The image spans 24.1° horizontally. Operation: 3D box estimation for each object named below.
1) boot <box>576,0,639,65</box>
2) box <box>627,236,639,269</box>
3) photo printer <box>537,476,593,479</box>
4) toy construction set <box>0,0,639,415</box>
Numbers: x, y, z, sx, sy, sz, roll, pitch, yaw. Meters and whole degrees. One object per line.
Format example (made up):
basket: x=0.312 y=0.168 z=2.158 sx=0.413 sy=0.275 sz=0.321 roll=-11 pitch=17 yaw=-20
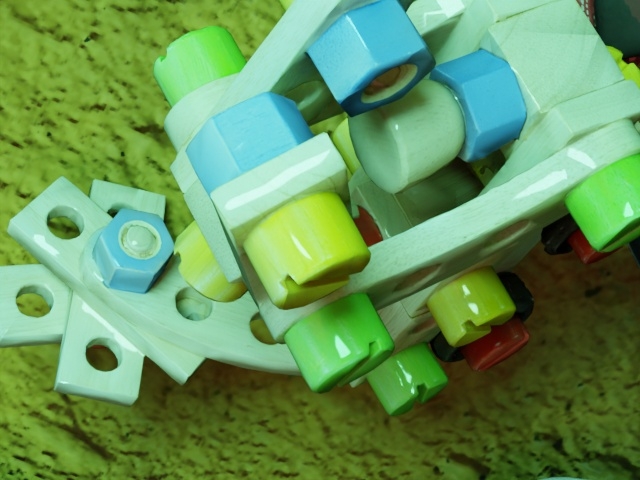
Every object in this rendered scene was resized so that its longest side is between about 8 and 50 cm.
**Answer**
boot: x=0.054 y=-0.138 z=0.556 sx=0.244 sy=0.088 sz=0.176 roll=3 pitch=122 yaw=-2
box: x=0.234 y=-0.017 z=0.593 sx=0.156 sy=0.093 sz=0.158 roll=16 pitch=120 yaw=-20
photo printer: x=0.177 y=0.259 z=0.766 sx=0.307 sy=0.107 sz=0.256 roll=18 pitch=120 yaw=-6
toy construction set: x=0.000 y=0.000 z=0.556 sx=0.328 sy=0.215 sz=0.151 roll=-29 pitch=83 yaw=60
